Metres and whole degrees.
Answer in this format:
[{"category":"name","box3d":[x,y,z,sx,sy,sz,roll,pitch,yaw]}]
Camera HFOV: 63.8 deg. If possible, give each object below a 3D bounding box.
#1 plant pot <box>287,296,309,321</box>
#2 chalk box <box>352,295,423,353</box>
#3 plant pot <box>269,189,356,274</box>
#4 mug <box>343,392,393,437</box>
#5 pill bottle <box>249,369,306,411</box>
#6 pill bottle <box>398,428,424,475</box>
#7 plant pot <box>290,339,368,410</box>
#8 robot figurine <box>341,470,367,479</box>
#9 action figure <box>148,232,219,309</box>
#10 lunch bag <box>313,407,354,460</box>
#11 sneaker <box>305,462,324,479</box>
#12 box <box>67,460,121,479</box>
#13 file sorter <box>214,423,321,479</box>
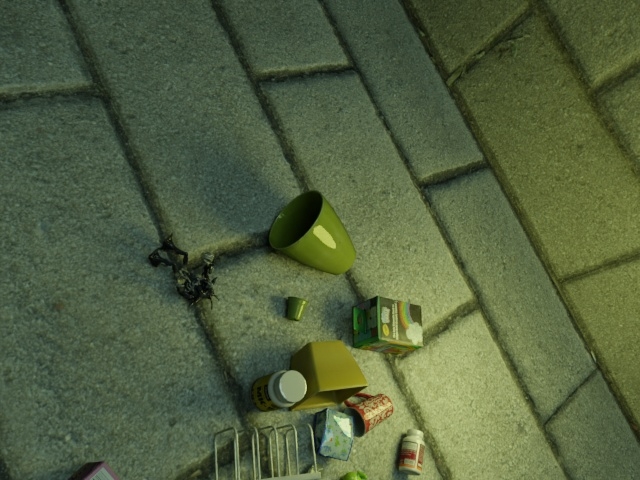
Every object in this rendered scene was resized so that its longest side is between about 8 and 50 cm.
[{"category":"plant pot","box3d":[-0.093,0.259,1.925,0.083,0.083,0.079,22,71,-24]},{"category":"chalk box","box3d":[0.239,0.337,2.042,0.289,0.179,0.180,15,62,-27]},{"category":"plant pot","box3d":[0.000,0.000,2.007,0.293,0.275,0.275,41,51,-31]},{"category":"mug","box3d":[0.177,0.625,1.910,0.169,0.113,0.150,-12,78,-40]},{"category":"pill bottle","box3d":[-0.140,0.494,1.692,0.119,0.208,0.119,15,61,-28]},{"category":"pill bottle","box3d":[0.350,0.805,1.956,0.086,0.086,0.152,30,55,-19]},{"category":"plant pot","box3d":[0.008,0.469,1.818,0.212,0.212,0.187,4,55,-32]},{"category":"robot figurine","box3d":[0.121,0.856,1.789,0.115,0.067,0.101,45,64,-8]},{"category":"action figure","box3d":[-0.436,0.110,1.718,0.275,0.141,0.164,42,50,-6]},{"category":"lunch bag","box3d":[0.044,0.684,1.801,0.129,0.096,0.151,24,48,-24]},{"category":"sneaker","box3d":[-0.040,0.802,1.721,0.054,0.061,0.152,52,31,7]},{"category":"box","box3d":[-0.610,0.671,1.271,0.117,0.243,0.213,51,52,-3]},{"category":"file sorter","box3d":[-0.172,0.673,1.602,0.277,0.193,0.173,9,61,-31]}]
